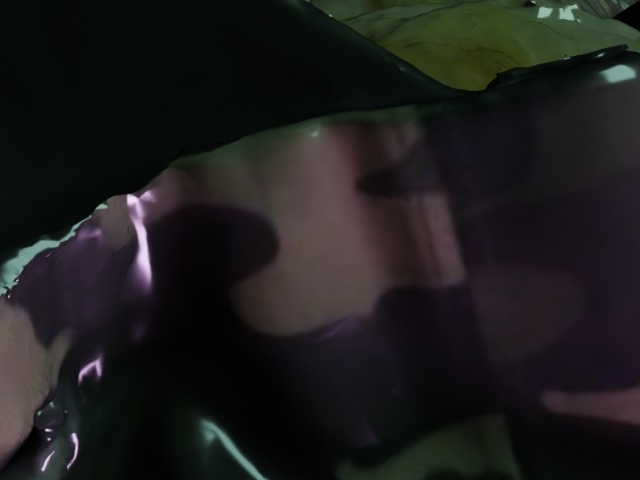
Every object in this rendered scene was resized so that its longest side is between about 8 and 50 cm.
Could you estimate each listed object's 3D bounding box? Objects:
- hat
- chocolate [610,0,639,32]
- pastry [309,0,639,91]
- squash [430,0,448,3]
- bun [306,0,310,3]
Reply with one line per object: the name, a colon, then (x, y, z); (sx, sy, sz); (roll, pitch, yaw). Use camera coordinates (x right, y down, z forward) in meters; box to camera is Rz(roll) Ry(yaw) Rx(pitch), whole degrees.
hat: (-0.102, 0.072, 0.459); (0.366, 0.382, 0.257); (-43, 137, -33)
chocolate: (0.237, 0.020, 0.939); (0.314, 0.326, 0.297); (17, 11, 23)
pastry: (0.041, 0.066, 0.588); (0.329, 0.330, 0.136); (51, 25, -2)
squash: (0.027, 0.005, 0.767); (0.041, 0.219, 0.219); (22, 7, 35)
bun: (-0.109, -0.194, 0.771); (0.365, 0.219, 0.365); (38, 26, -22)
